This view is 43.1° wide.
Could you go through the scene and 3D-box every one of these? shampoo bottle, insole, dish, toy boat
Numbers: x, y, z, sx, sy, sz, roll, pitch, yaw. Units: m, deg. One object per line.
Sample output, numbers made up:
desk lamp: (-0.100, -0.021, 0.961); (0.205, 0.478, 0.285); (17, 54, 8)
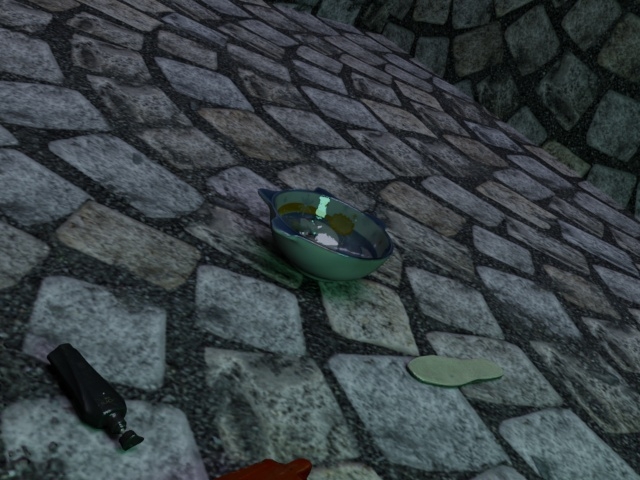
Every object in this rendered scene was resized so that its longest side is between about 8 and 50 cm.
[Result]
shampoo bottle: (-0.227, 0.156, 0.816); (0.048, 0.027, 0.137); (-8, 42, -49)
insole: (0.201, 0.191, 1.191); (0.192, 0.010, 0.063); (4, 33, -40)
dish: (0.000, 0.000, 1.279); (0.236, 0.086, 0.228); (12, 27, -28)
toy boat: (-0.077, 0.251, 0.732); (0.173, 0.058, 0.069); (-14, 24, -41)
